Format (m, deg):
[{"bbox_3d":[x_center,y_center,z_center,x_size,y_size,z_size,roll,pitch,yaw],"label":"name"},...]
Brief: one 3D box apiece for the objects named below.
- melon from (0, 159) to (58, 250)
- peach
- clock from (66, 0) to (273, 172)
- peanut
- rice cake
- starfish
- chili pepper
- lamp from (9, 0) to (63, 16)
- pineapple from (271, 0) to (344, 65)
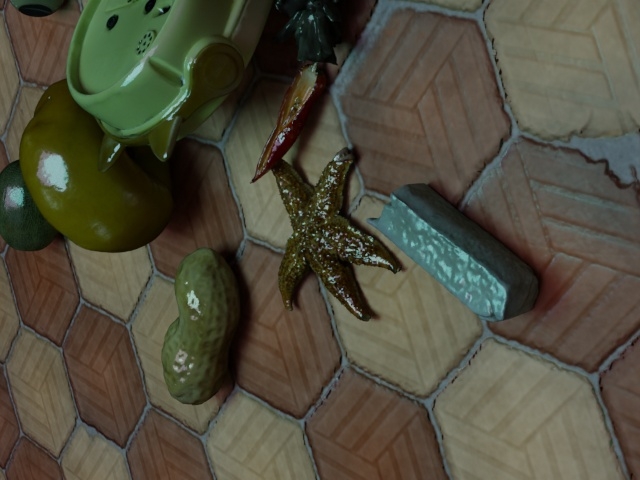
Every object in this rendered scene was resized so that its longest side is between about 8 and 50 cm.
[{"bbox_3d":[-0.477,-0.063,1.669,0.114,0.114,0.167,22,116,41],"label":"melon"},{"bbox_3d":[-0.297,-0.101,1.392,0.153,0.251,0.251,-15,87,19],"label":"peach"},{"bbox_3d":[-0.193,-0.254,1.233,0.286,0.117,0.348,-4,65,46],"label":"clock"},{"bbox_3d":[-0.164,0.121,1.400,0.103,0.098,0.229,20,112,13],"label":"peanut"},{"bbox_3d":[0.143,0.010,1.082,0.206,0.069,0.063,44,129,34],"label":"rice cake"},{"bbox_3d":[-0.001,0.000,1.245,0.227,0.043,0.240,48,132,29],"label":"starfish"},{"bbox_3d":[-0.037,-0.142,1.235,0.045,0.027,0.178,39,105,40],"label":"chili pepper"},{"bbox_3d":[-0.440,-0.433,1.583,0.091,0.091,0.163,-9,77,46],"label":"lamp"},{"bbox_3d":[0.003,-0.320,1.120,0.128,0.128,0.248,34,126,36],"label":"pineapple"}]
